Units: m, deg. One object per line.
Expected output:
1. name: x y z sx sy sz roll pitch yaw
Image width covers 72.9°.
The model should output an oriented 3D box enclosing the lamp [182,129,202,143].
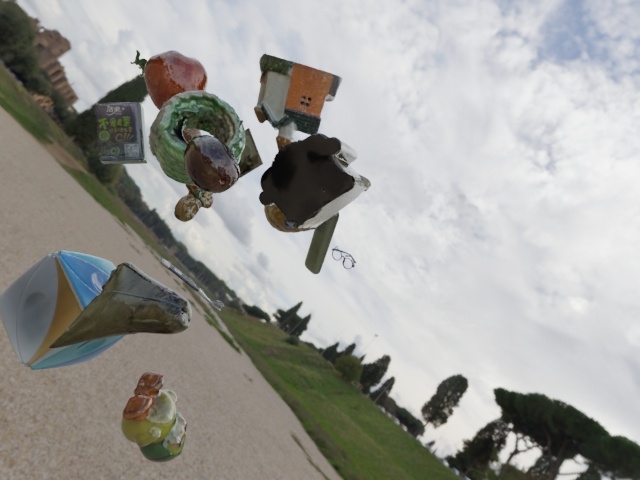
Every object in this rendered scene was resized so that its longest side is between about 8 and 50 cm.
1. lamp: -0.579 -0.446 1.864 0.136 0.136 0.136 41 -16 15

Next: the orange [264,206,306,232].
1. orange: -0.094 -0.161 1.941 0.329 0.329 0.249 -170 -105 -64

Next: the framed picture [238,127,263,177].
1. framed picture: -0.353 -0.405 2.001 0.010 0.136 0.201 19 46 -66

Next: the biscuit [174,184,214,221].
1. biscuit: -0.437 -0.193 1.635 0.049 0.301 0.197 29 -18 22

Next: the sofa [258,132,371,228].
1. sofa: -0.017 -0.161 1.155 0.182 0.258 0.200 58 18 11

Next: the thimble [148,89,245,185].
1. thimble: -0.294 -0.244 1.037 0.219 0.219 0.150 46 -30 0

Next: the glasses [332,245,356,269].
1. glasses: 0.125 0.074 1.952 0.140 0.062 0.104 39 -28 -15

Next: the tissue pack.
1. tissue pack: -0.783 -0.421 1.706 0.073 0.173 0.235 161 -77 -78

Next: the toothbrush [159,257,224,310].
1. toothbrush: -0.390 0.140 1.333 0.288 0.026 0.024 52 7 -41

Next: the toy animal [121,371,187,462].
1. toy animal: -0.616 0.665 1.587 0.216 0.191 0.338 -81 160 -57

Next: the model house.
1. model house: -0.099 -0.435 1.447 0.271 0.300 0.190 14 5 -9

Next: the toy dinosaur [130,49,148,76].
1. toy dinosaur: -0.649 -0.638 1.599 0.060 0.029 0.119 -21 -58 29

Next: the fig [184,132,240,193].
1. fig: -0.236 -0.170 0.902 0.154 0.103 0.109 53 -12 32

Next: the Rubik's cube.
1. Rubik's cube: -1.005 0.281 1.757 0.352 0.347 0.351 55 5 14

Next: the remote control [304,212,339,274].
1. remote control: 0.001 0.000 1.726 0.090 0.038 0.309 40 -54 34

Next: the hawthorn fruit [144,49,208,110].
1. hawthorn fruit: -0.404 -0.440 1.227 0.189 0.189 0.189 41 -16 15

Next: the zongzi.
1. zongzi: -0.637 0.276 1.415 0.323 0.360 0.160 25 -37 17
